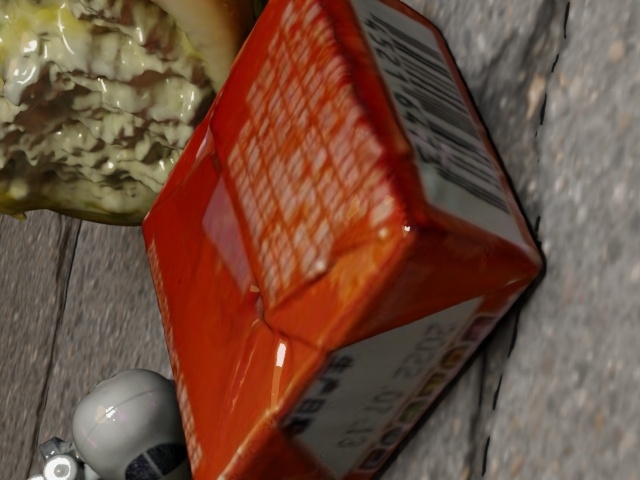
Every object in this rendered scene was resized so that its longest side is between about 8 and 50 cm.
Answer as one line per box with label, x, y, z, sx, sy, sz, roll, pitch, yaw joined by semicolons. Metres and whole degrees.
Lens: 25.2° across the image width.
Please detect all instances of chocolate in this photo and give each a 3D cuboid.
chocolate;0.000;0.000;0.798;0.234;0.108;0.237;-56;36;33

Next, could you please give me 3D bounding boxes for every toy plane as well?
toy plane;-0.106;0.132;0.898;0.080;0.174;0.174;53;129;24

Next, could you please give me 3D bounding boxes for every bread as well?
bread;-0.118;-0.160;0.951;0.315;0.211;0.270;108;-178;-51
